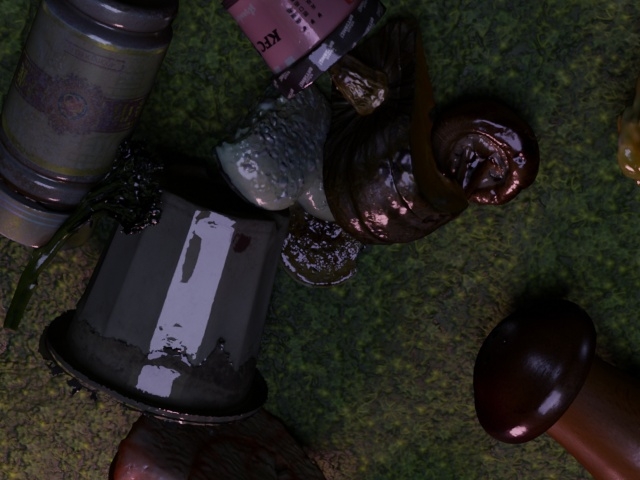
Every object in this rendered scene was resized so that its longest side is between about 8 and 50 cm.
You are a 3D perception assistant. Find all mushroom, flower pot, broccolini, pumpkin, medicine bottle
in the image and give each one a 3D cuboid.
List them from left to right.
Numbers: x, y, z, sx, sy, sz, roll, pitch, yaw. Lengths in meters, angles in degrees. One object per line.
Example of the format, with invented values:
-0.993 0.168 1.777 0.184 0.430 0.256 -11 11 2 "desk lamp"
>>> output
-0.280 -0.159 1.834 0.151 0.151 0.322 22 119 -7 "medicine bottle"
-0.262 0.012 1.792 0.062 0.123 0.271 34 101 -30 "broccolini"
-0.162 0.052 1.890 0.290 0.290 0.259 19 109 -6 "flower pot"
0.070 -0.110 1.813 0.131 0.126 0.248 -12 103 43 "pumpkin"
0.183 -0.092 1.875 0.135 0.080 0.170 33 124 3 "mushroom"

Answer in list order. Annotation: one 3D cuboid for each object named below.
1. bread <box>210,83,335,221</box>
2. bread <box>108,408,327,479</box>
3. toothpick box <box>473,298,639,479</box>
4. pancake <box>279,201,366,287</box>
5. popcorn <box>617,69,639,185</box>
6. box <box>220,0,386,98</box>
-0.024 -0.111 1.856 0.064 0.172 0.232 -18 159 40 "bread"
-0.103 0.337 2.009 0.328 0.295 0.114 46 118 15 "bread"
0.325 0.202 1.971 0.294 0.192 0.192 34 117 -21 "toothpick box"
-0.006 0.000 1.974 0.116 0.022 0.129 -13 112 12 "pancake"
0.461 -0.166 1.764 0.225 0.174 0.286 12 110 -19 "popcorn"
-0.024 -0.255 1.767 0.151 0.151 0.135 -37 102 22 "box"
